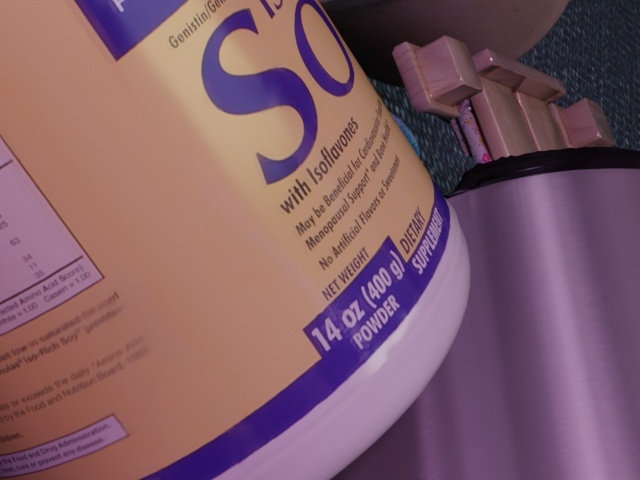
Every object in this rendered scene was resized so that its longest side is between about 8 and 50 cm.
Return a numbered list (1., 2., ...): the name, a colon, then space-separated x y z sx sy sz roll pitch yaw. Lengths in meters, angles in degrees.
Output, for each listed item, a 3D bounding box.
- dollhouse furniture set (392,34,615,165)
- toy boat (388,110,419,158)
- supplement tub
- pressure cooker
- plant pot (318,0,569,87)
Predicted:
1. dollhouse furniture set: 0.132 0.056 1.287 0.355 0.174 0.303 12 55 -61
2. toy boat: 0.000 0.000 1.081 0.318 0.148 0.267 26 44 -57
3. supplement tub: -0.115 -0.056 0.768 0.331 0.241 0.241 56 24 -21
4. pressure cooker: 0.135 0.211 0.868 0.420 0.375 0.370 -92 159 -52
5. plant pot: 0.045 -0.258 1.283 0.305 0.334 0.334 40 31 -65
